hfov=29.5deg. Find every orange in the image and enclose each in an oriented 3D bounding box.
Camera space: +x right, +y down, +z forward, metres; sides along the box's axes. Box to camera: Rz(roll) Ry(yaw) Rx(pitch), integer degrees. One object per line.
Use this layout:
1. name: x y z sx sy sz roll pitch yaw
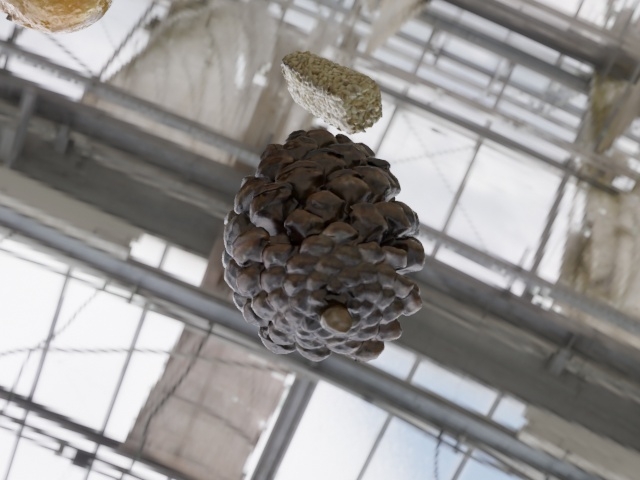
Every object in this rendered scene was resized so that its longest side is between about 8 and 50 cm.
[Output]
1. orange: -0.406 -0.412 1.816 0.219 0.219 0.193 26 -110 5

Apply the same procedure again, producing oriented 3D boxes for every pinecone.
1. pinecone: 0.000 0.000 1.291 0.224 0.224 0.272 13 -140 -18

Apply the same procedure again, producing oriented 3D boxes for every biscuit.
1. biscuit: 0.013 -0.201 1.616 0.070 0.082 0.168 -29 -144 -23
